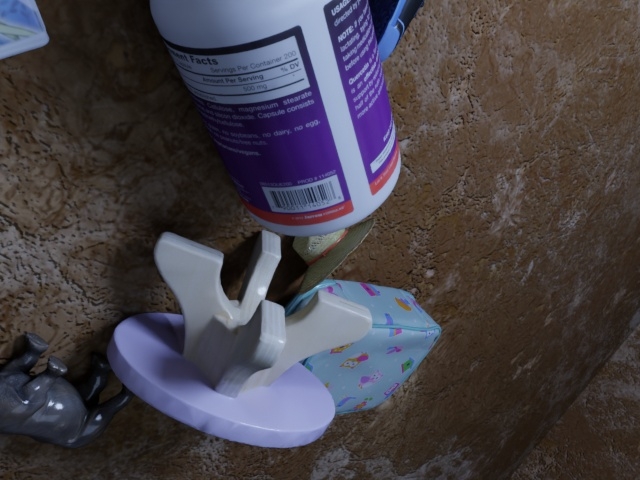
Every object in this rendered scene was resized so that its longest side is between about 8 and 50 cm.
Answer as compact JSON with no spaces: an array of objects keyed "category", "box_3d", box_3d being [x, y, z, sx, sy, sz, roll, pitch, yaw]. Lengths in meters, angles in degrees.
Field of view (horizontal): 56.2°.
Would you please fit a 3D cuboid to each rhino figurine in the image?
[{"category":"rhino figurine","box_3d":[-0.314,0.159,0.628,0.106,0.073,0.243,-54,138,-1]}]

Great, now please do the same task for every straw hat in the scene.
[{"category":"straw hat","box_3d":[0.000,0.000,0.798,0.061,0.144,0.144,45,84,-9]}]

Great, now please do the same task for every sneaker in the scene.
[{"category":"sneaker","box_3d":[0.111,-0.303,0.668,0.091,0.081,0.232,9,111,-37]}]

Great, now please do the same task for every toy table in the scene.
[{"category":"toy table","box_3d":[-0.083,0.106,0.686,0.275,0.252,0.160,18,112,-25]}]

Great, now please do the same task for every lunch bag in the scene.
[{"category":"lunch bag","box_3d":[0.031,0.172,0.911,0.279,0.107,0.224,10,123,-43]}]

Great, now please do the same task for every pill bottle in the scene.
[{"category":"pill bottle","box_3d":[-0.036,-0.167,0.559,0.182,0.181,0.322,-37,137,-16]}]

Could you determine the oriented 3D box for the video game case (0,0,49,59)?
[{"category":"video game case","box_3d":[-0.372,-0.208,0.336,0.329,0.036,0.299,-29,135,-24]}]
